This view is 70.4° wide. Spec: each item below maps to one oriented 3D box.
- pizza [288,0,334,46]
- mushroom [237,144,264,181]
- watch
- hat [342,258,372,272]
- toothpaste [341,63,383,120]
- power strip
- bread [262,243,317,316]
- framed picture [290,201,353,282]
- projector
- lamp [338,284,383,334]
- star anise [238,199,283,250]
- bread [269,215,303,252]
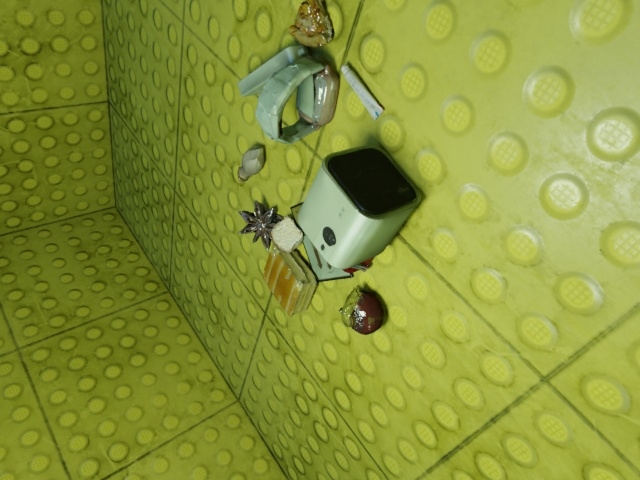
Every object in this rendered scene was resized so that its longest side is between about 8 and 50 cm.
[{"bbox_3d":[-0.027,-0.672,1.382,0.182,0.062,0.161,46,137,30],"label":"pizza"},{"bbox_3d":[-0.289,-0.320,1.880,0.212,0.088,0.097,-36,69,60],"label":"mushroom"},{"bbox_3d":[-0.087,-0.435,1.426,0.161,0.241,0.253,41,136,35],"label":"watch"},{"bbox_3d":[0.086,0.008,1.542,0.129,0.140,0.227,-52,52,39],"label":"hat"},{"bbox_3d":[0.121,-0.441,1.336,0.190,0.031,0.048,57,140,10],"label":"toothpaste"},{"bbox_3d":[-0.163,-0.586,1.576,0.385,0.091,0.062,-4,106,53],"label":"power strip"},{"bbox_3d":[-0.133,0.156,1.895,0.239,0.111,0.246,51,143,24],"label":"bread"},{"bbox_3d":[0.000,0.000,1.732,0.244,0.013,0.324,-15,94,55],"label":"framed picture"},{"bbox_3d":[0.107,-0.099,1.338,0.249,0.248,0.249,53,142,21],"label":"projector"},{"bbox_3d":[0.139,0.255,1.576,0.157,0.134,0.156,42,137,29],"label":"lamp"},{"bbox_3d":[-0.229,-0.066,1.925,0.262,0.081,0.230,-6,105,23],"label":"star anise"},{"bbox_3d":[-0.131,-0.023,1.825,0.126,0.044,0.129,-46,72,18],"label":"bread"}]
